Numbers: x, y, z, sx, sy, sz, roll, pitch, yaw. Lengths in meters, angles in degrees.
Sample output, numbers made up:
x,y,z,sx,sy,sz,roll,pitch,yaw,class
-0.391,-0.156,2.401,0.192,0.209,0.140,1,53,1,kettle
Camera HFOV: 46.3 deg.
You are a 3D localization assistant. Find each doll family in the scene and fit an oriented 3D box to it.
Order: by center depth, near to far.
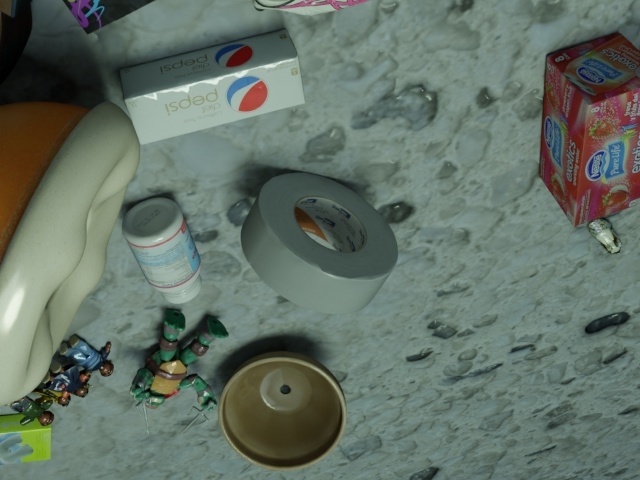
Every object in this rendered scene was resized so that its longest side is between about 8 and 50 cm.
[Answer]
x,y,z,sx,sy,sz,roll,pitch,yaw,class
-0.433,0.239,1.263,0.193,0.076,0.111,-31,133,8,doll family

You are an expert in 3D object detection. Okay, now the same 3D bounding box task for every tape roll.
x,y,z,sx,sy,sz,roll,pitch,yaw,class
0.000,0.000,1.069,0.219,0.219,0.072,9,131,-29,tape roll

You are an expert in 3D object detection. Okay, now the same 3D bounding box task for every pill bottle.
x,y,z,sx,sy,sz,roll,pitch,yaw,class
-0.226,0.020,1.100,0.087,0.087,0.160,-17,139,-4,pill bottle

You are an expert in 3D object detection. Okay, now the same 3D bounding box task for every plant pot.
x,y,z,sx,sy,sz,roll,pitch,yaw,class
-0.070,0.304,1.415,0.237,0.110,0.238,0,108,0,plant pot

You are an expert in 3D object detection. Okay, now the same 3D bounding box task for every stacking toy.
x,y,z,sx,sy,sz,roll,pitch,yaw,class
-0.467,-0.063,0.789,0.479,0.351,0.351,23,127,-9,stacking toy

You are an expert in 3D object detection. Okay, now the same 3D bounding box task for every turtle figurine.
x,y,z,sx,sy,sz,roll,pitch,yaw,class
-0.259,0.234,1.294,0.175,0.118,0.234,5,119,-46,turtle figurine

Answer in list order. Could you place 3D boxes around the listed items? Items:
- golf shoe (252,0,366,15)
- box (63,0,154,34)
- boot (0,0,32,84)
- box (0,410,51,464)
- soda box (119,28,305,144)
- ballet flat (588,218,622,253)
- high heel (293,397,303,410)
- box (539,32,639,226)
x,y,z,sx,sy,sz,roll,pitch,yaw,class
0.007,-0.303,0.878,0.186,0.068,0.086,-5,163,-18,golf shoe
-0.242,-0.309,0.789,0.116,0.029,0.162,-24,137,5,box
-0.369,-0.246,0.794,0.106,0.082,0.219,32,133,-12,boot
-0.584,0.363,1.357,0.178,0.042,0.109,-1,135,-22,box
-0.132,-0.191,0.927,0.216,0.069,0.074,-16,139,-6,soda box
0.544,-0.005,1.415,0.041,0.041,0.114,-38,135,19,ballet flat
-0.063,0.389,1.577,0.117,0.082,0.244,-12,143,5,high heel
0.417,-0.161,1.131,0.122,0.128,0.257,-18,139,-2,box
